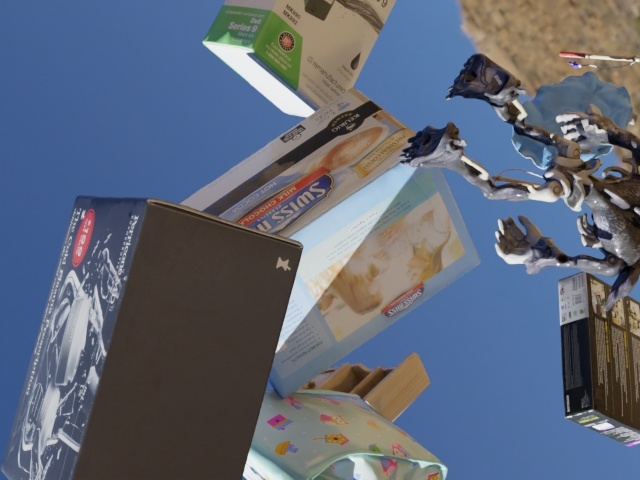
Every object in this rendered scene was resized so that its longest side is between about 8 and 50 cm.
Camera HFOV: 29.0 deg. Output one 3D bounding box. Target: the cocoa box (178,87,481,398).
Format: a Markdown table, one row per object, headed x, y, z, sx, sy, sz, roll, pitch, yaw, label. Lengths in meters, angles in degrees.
| x | y | z | sx | sy | sz | roll | pitch | yaw | label |
| --- | --- | --- | --- | --- | --- | --- | --- | --- | --- |
| 0.000 | 0.000 | 1.717 | 0.228 | 0.347 | 0.231 | 45 | 166 | 54 | cocoa box |

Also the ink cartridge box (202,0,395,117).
| x | y | z | sx | sy | sz | roll | pitch | yaw | label |
| --- | --- | --- | --- | --- | --- | --- | --- | --- | --- |
| -0.013 | -0.358 | 1.860 | 0.211 | 0.121 | 0.289 | 36 | -104 | -43 | ink cartridge box |

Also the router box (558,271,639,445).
| x | y | z | sx | sy | sz | roll | pitch | yaw | label |
| --- | --- | --- | --- | --- | --- | --- | --- | --- | --- |
| 0.345 | 0.143 | 1.491 | 0.133 | 0.046 | 0.179 | 26 | -125 | -37 | router box |

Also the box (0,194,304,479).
| x | y | z | sx | sy | sz | roll | pitch | yaw | label |
| --- | --- | --- | --- | --- | --- | --- | --- | --- | --- |
| -0.195 | 0.134 | 1.350 | 0.179 | 0.312 | 0.343 | 16 | -95 | -24 | box |

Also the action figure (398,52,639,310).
| x | y | z | sx | sy | sz | roll | pitch | yaw | label |
| --- | --- | --- | --- | --- | --- | --- | --- | --- | --- |
| 0.216 | -0.050 | 1.091 | 0.275 | 0.164 | 0.141 | 31 | 179 | -16 | action figure |

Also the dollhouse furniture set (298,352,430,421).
| x | y | z | sx | sy | sz | roll | pitch | yaw | label |
| --- | --- | --- | --- | --- | --- | --- | --- | --- | --- |
| -0.020 | 0.141 | 2.200 | 0.362 | 0.256 | 0.394 | -36 | -73 | -47 | dollhouse furniture set |

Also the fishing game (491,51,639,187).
| x | y | z | sx | sy | sz | roll | pitch | yaw | label |
| --- | --- | --- | --- | --- | --- | --- | --- | --- | --- |
| 0.379 | -0.175 | 1.852 | 0.041 | 0.189 | 0.264 | 52 | -123 | -44 | fishing game |

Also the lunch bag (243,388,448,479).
| x | y | z | sx | sy | sz | roll | pitch | yaw | label |
| --- | --- | --- | --- | --- | --- | --- | --- | --- | --- |
| -0.001 | 0.299 | 1.668 | 0.262 | 0.160 | 0.223 | 15 | -169 | -42 | lunch bag |
